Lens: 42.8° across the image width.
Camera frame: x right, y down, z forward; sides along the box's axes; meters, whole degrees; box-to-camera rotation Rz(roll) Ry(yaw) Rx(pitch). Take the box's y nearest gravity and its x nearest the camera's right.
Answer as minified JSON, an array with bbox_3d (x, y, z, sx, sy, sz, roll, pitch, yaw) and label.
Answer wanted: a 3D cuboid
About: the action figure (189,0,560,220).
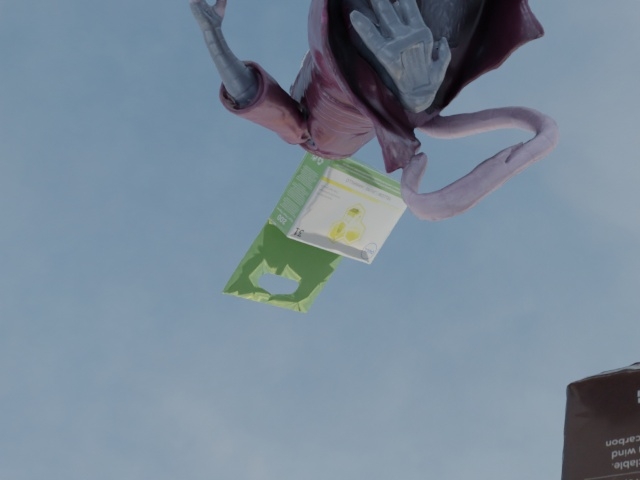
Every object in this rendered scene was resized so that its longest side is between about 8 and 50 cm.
[{"bbox_3d":[0.053,-0.143,0.685,0.248,0.370,0.275,-28,-93,-20],"label":"action figure"}]

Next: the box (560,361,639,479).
[{"bbox_3d":[0.209,0.257,0.378,0.143,0.381,0.191,-23,-57,36],"label":"box"}]

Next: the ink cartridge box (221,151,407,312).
[{"bbox_3d":[0.000,0.000,1.064,0.056,0.171,0.235,41,-75,42],"label":"ink cartridge box"}]
